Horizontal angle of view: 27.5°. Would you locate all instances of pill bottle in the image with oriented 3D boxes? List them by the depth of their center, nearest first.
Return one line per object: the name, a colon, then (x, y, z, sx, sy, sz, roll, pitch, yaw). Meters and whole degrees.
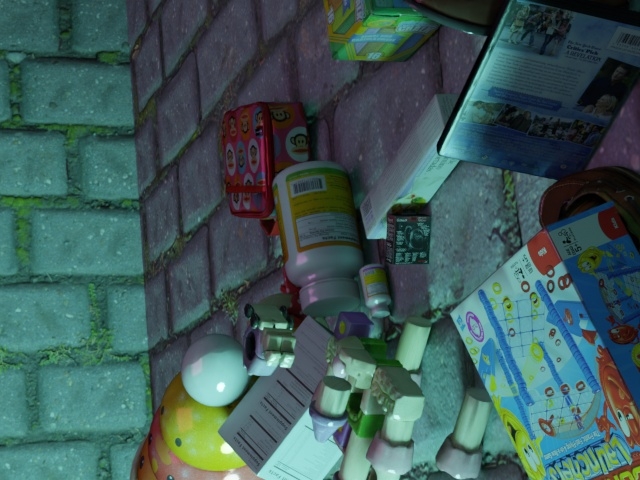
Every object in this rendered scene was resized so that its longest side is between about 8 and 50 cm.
pill bottle: (0.091, 0.083, 2.132, 0.043, 0.043, 0.083, 127, 138, -58)
pill bottle: (0.000, 0.000, 2.235, 0.136, 0.136, 0.246, 129, 136, -59)

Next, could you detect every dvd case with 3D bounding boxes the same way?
dvd case: (0.258, -0.174, 1.504, 0.253, 0.180, 0.022, 112, 164, -45)

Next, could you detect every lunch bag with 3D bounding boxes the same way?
lunch bag: (-0.104, -0.138, 2.547, 0.293, 0.120, 0.258, -177, 83, -70)

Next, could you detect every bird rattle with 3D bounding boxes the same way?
bird rattle: (-0.033, 0.156, 2.265, 0.143, 0.207, 0.253, -28, 73, 46)

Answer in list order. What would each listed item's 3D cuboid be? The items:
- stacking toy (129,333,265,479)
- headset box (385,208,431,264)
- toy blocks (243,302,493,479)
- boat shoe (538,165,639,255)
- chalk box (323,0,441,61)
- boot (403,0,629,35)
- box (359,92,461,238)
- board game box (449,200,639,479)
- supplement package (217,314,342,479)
stacking toy: (-0.179, 0.313, 2.282, 0.480, 0.350, 0.351, 90, 166, -50)
headset box: (0.134, -0.006, 1.991, 0.032, 0.062, 0.083, -161, 70, -67)
toy blocks: (0.042, 0.271, 1.893, 0.288, 0.309, 0.260, -127, 48, -58)
boat shoe: (0.315, -0.025, 1.461, 0.307, 0.104, 0.111, -163, 73, -68)
chalk box: (0.103, -0.370, 1.963, 0.213, 0.132, 0.132, 139, 127, -63)
boot: (0.236, -0.367, 1.448, 0.096, 0.264, 0.280, -78, -5, -68)
box: (0.145, -0.104, 1.959, 0.324, 0.063, 0.067, 122, 140, -55)
board game box: (0.285, 0.155, 1.408, 0.302, 0.086, 0.308, 65, 160, 13)
supplement package: (-0.023, 0.271, 2.113, 0.244, 0.139, 0.134, -51, 43, 0)
